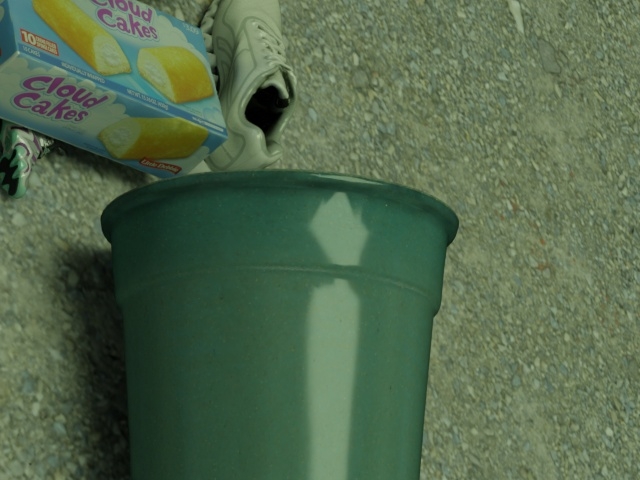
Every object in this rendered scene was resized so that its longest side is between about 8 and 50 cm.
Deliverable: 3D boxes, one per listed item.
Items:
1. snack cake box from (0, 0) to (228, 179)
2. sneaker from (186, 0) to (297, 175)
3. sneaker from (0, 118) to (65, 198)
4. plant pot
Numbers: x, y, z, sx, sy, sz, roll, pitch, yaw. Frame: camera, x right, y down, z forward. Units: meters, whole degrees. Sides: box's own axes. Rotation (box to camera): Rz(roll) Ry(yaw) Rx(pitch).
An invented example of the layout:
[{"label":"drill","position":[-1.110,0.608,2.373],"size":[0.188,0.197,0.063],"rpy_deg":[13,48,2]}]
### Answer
[{"label":"snack cake box","position":[-0.226,-0.172,1.782],"size":[0.264,0.089,0.152],"rpy_deg":[20,44,-42]},{"label":"sneaker","position":[-0.071,-0.174,1.963],"size":[0.110,0.118,0.292],"rpy_deg":[32,48,-32]},{"label":"sneaker","position":[-0.274,-0.083,1.748],"size":[0.069,0.038,0.098],"rpy_deg":[11,63,-44]},{"label":"plant pot","position":[-0.042,0.143,1.693],"size":[0.341,0.341,0.334],"rpy_deg":[17,68,-43]}]
